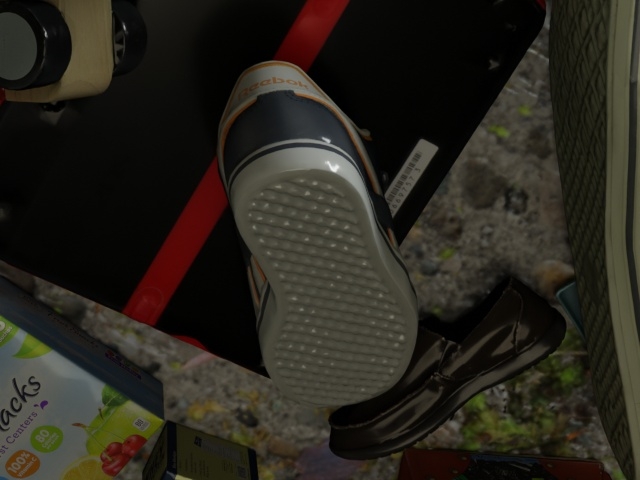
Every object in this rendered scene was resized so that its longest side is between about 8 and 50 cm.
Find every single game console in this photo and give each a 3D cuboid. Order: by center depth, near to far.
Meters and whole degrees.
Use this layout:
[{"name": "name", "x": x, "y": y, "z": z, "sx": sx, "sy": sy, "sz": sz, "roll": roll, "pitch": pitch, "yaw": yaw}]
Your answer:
[{"name": "game console", "x": -0.063, "y": -0.100, "z": 1.136, "sx": 0.342, "sy": 0.060, "sz": 0.386, "roll": 25, "pitch": 110, "yaw": -22}]

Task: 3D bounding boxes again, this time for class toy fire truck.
[{"name": "toy fire truck", "x": -0.262, "y": -0.203, "z": 0.996, "sx": 0.246, "sy": 0.158, "sz": 0.217, "roll": 5, "pitch": 103, "yaw": 27}]

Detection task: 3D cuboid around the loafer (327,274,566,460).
[{"name": "loafer", "x": 0.092, "y": 0.099, "z": 1.233, "sx": 0.220, "sy": 0.080, "sz": 0.078, "roll": -33, "pitch": 104, "yaw": 3}]

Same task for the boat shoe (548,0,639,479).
[{"name": "boat shoe", "x": 0.270, "y": -0.040, "z": 1.120, "sx": 0.156, "sy": 0.187, "sz": 0.500, "roll": -12, "pitch": 115, "yaw": 0}]

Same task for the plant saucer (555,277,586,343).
[{"name": "plant saucer", "x": 0.290, "y": 0.016, "z": 1.244, "sx": 0.192, "sy": 0.018, "sz": 0.067, "roll": -31, "pitch": 114, "yaw": 9}]

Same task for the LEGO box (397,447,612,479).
[{"name": "LEGO box", "x": 0.147, "y": 0.485, "z": 1.245, "sx": 0.193, "sy": 0.372, "sz": 0.500, "roll": 5, "pitch": 113, "yaw": -9}]

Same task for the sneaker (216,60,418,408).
[{"name": "sneaker", "x": 0.000, "y": 0.000, "z": 1.108, "sx": 0.126, "sy": 0.127, "sz": 0.321, "roll": -11, "pitch": 143, "yaw": -1}]

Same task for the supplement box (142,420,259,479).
[{"name": "supplement box", "x": -0.100, "y": 0.204, "z": 1.246, "sx": 0.083, "sy": 0.083, "sz": 0.056, "roll": 21, "pitch": 109, "yaw": -14}]

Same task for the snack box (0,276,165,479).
[{"name": "snack box", "x": -0.257, "y": 0.157, "z": 1.214, "sx": 0.174, "sy": 0.070, "sz": 0.207, "roll": 37, "pitch": 104, "yaw": -21}]
